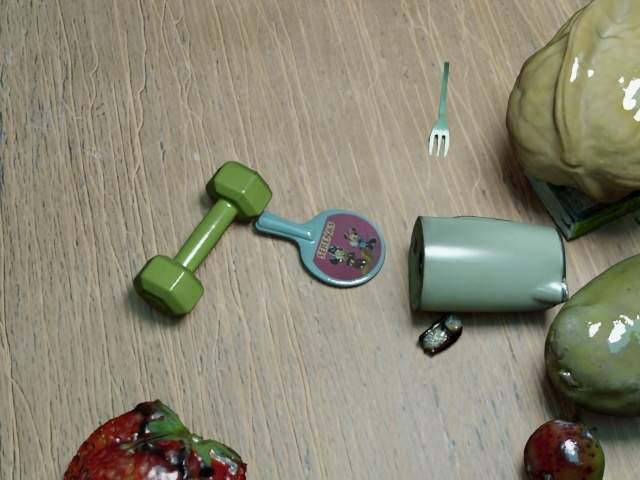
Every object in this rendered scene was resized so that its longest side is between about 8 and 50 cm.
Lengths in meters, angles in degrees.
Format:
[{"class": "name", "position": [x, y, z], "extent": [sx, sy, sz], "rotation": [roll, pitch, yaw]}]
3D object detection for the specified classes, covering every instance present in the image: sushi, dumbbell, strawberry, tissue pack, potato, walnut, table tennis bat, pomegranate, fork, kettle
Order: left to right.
[{"class": "strawberry", "position": [-0.262, 0.400, 1.359], "extent": [0.238, 0.250, 0.288], "rotation": [34, 87, -20]}, {"class": "dumbbell", "position": [-0.206, -0.004, 1.625], "extent": [0.108, 0.121, 0.302], "rotation": [40, 64, -12]}, {"class": "table tennis bat", "position": [0.000, 0.000, 1.671], "extent": [0.244, 0.040, 0.153], "rotation": [19, 63, 4]}, {"class": "sushi", "position": [0.211, 0.164, 1.591], "extent": [0.083, 0.044, 0.046], "rotation": [-37, 90, -16]}, {"class": "fork", "position": [0.242, -0.270, 1.824], "extent": [0.039, 0.021, 0.235], "rotation": [9, 63, 0]}, {"class": "kettle", "position": [0.287, 0.026, 1.601], "extent": [0.255, 0.165, 0.240], "rotation": [0, 34, -2]}, {"class": "pomegranate", "position": [0.395, 0.332, 1.450], "extent": [0.129, 0.129, 0.159], "rotation": [30, 65, 14]}, {"class": "tissue pack", "position": [0.523, -0.122, 1.721], "extent": [0.235, 0.073, 0.173], "rotation": [-24, 63, -13]}, {"class": "walnut", "position": [0.508, -0.241, 1.566], "extent": [0.381, 0.381, 0.381], "rotation": [0, 62, -1]}, {"class": "potato", "position": [0.517, 0.157, 1.481], "extent": [0.326, 0.243, 0.221], "rotation": [-33, 40, -9]}]

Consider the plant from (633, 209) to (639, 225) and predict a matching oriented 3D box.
[{"class": "plant", "position": [0.703, 0.027, 1.567], "extent": [0.333, 0.180, 0.251], "rotation": [-22, 57, -24]}]
